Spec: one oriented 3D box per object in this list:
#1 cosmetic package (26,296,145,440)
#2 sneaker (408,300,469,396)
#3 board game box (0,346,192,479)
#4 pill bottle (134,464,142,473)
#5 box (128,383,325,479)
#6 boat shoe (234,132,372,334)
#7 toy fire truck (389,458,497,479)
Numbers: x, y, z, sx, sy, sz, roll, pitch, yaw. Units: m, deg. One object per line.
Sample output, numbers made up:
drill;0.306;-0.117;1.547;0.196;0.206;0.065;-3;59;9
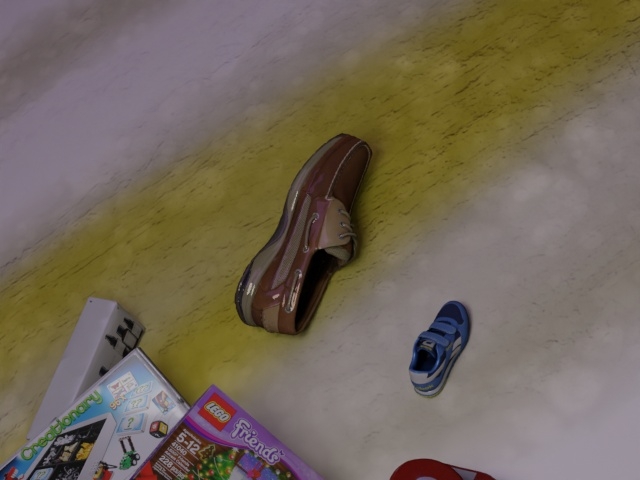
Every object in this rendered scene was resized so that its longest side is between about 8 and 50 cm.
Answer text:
cosmetic package;-0.353;0.214;1.976;0.060;0.099;0.239;7;64;30
sneaker;0.163;0.142;1.792;0.053;0.059;0.144;8;63;33
board game box;-0.312;0.323;1.853;0.305;0.053;0.193;-41;87;-2
pill bottle;-0.190;0.462;1.687;0.176;0.176;0.318;-4;59;24
box;-0.092;0.351;1.642;0.293;0.057;0.201;41;57;-1
boat shoe;0.000;0.000;1.937;0.120;0.122;0.324;23;80;30
toy fire truck;0.182;0.409;1.546;0.254;0.169;0.302;14;43;5
